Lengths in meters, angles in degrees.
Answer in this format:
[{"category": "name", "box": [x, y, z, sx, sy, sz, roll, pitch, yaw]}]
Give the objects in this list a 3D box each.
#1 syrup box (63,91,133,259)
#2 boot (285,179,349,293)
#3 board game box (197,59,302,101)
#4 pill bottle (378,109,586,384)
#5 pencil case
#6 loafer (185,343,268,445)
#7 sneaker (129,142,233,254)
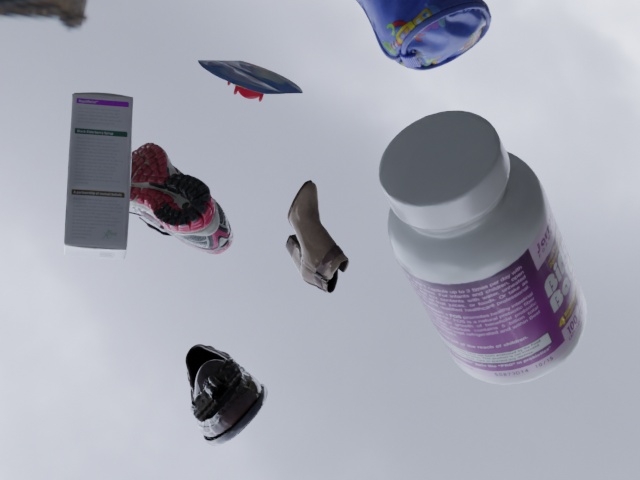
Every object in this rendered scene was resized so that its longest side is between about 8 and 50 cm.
[{"category": "syrup box", "box": [-0.333, -0.096, 1.834, 0.096, 0.093, 0.237, 4, -102, -12]}, {"category": "boot", "box": [0.000, 0.000, 1.415, 0.042, 0.118, 0.087, -22, -129, -36]}, {"category": "board game box", "box": [-0.110, -0.238, 1.879, 0.133, 0.033, 0.168, 30, -158, 26]}, {"category": "pill bottle", "box": [0.169, 0.008, 1.286, 0.169, 0.301, 0.169, -14, -132, 17]}, {"category": "pencil case", "box": [0.069, -0.332, 1.424, 0.306, 0.133, 0.119, 57, -173, 23]}, {"category": "loafer", "box": [-0.146, 0.203, 1.672, 0.095, 0.109, 0.302, 46, 175, -7]}, {"category": "sneaker", "box": [-0.255, -0.063, 2.017, 0.121, 0.112, 0.299, -44, -137, -7]}]
